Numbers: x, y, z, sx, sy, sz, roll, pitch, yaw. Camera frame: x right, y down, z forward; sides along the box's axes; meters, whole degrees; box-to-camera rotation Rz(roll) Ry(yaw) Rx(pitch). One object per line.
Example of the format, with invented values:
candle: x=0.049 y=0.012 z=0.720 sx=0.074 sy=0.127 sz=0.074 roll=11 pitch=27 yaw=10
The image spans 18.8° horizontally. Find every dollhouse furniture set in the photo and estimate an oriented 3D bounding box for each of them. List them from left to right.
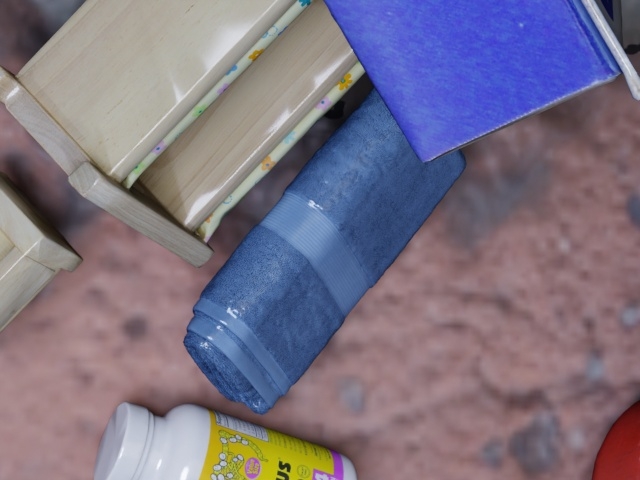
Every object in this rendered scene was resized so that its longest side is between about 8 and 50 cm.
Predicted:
dollhouse furniture set: x=-0.091 y=-0.066 z=0.639 sx=0.182 sy=0.101 sz=0.161 roll=-46 pitch=66 yaw=3

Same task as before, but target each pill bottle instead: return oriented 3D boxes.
pill bottle: x=-0.033 y=0.082 z=0.655 sx=0.083 sy=0.043 sz=0.043 roll=20 pitch=81 yaw=-17

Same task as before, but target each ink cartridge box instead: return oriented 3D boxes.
ink cartridge box: x=0.023 y=-0.124 z=0.544 sx=0.065 sy=0.332 sz=0.165 roll=-29 pitch=98 yaw=13

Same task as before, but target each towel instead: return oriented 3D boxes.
towel: x=0.000 y=0.000 z=0.661 sx=0.029 sy=0.067 sz=0.119 roll=34 pitch=77 yaw=26

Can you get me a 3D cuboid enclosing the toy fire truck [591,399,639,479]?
toy fire truck: x=0.263 y=0.072 z=0.710 sx=0.302 sy=0.169 sz=0.254 roll=43 pitch=57 yaw=-14
